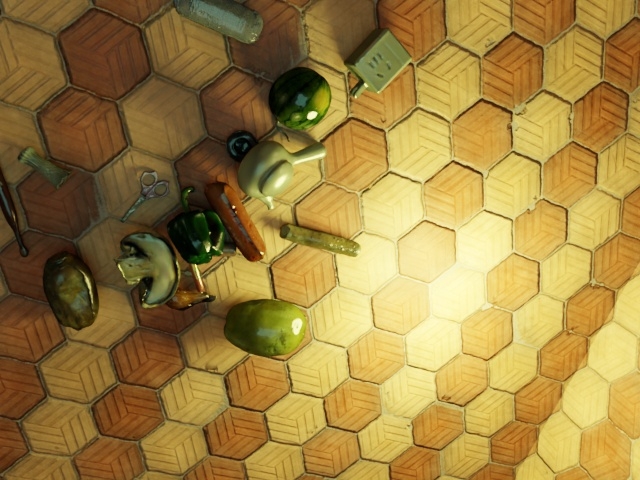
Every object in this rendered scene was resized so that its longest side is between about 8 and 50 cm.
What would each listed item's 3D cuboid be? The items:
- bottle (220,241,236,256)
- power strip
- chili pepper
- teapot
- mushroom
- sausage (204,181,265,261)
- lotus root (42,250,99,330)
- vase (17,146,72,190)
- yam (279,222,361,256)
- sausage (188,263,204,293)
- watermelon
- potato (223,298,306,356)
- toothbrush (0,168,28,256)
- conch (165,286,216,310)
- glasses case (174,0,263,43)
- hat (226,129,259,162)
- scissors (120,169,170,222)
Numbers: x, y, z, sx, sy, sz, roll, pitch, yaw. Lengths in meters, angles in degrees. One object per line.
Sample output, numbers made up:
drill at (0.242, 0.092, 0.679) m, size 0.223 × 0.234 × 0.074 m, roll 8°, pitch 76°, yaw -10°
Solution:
bottle at (-0.374, 0.033, 1.965) m, size 0.140 × 0.053 × 0.053 m, roll 0°, pitch 109°, yaw -13°
power strip at (0.170, -0.582, 1.832) m, size 0.224 × 0.139 × 0.140 m, roll -45°, pitch 114°, yaw 5°
chili pepper at (-0.433, -0.051, 1.861) m, size 0.165 × 0.174 × 0.261 m, roll -34°, pitch 77°, yaw 36°
teapot at (-0.136, -0.264, 1.849) m, size 0.149 × 0.220 × 0.318 m, roll 40°, pitch 85°, yaw 19°
mushroom at (-0.582, 0.079, 1.875) m, size 0.189 × 0.164 × 0.267 m, roll -26°, pitch 110°, yaw -8°
sausage at (-0.295, -0.068, 1.926) m, size 0.102 × 0.102 × 0.330 m, roll -29°, pitch 113°, yaw -2°
lotus root at (-0.842, 0.165, 1.848) m, size 0.160 × 0.152 × 0.275 m, roll -10°, pitch 117°, yaw -7°
vase at (-0.883, -0.235, 1.740) m, size 0.148 × 0.081 × 0.081 m, roll 37°, pitch 97°, yaw -18°
yam at (0.000, 0.000, 2.036) m, size 0.317 × 0.067 × 0.071 m, roll 15°, pitch 101°, yaw -19°
sausage at (-0.460, 0.095, 1.979) m, size 0.029 × 0.029 × 0.223 m, roll -15°, pitch 112°, yaw -8°
watermelon at (-0.068, -0.463, 1.826) m, size 0.232 × 0.127 × 0.204 m, roll -35°, pitch 117°, yaw 6°
potato at (-0.202, 0.323, 2.029) m, size 0.304 × 0.216 × 0.216 m, roll 9°, pitch 107°, yaw -19°
toothbrush at (-1.015, -0.112, 1.769) m, size 0.040 × 0.041 × 0.364 m, roll -12°, pitch 112°, yaw -9°
conch at (-0.505, 0.214, 1.980) m, size 0.232 × 0.080 × 0.086 m, roll 21°, pitch 136°, yaw -16°
glasses case at (-0.317, -0.712, 1.709) m, size 0.282 × 0.067 × 0.109 m, roll 18°, pitch 101°, yaw -17°
hat at (-0.265, -0.320, 1.868) m, size 0.121 × 0.050 × 0.121 m, roll -2°, pitch 107°, yaw -8°
scissors at (-0.611, -0.142, 1.864) m, size 0.212 × 0.021 × 0.110 m, roll -47°, pitch 116°, yaw 5°
